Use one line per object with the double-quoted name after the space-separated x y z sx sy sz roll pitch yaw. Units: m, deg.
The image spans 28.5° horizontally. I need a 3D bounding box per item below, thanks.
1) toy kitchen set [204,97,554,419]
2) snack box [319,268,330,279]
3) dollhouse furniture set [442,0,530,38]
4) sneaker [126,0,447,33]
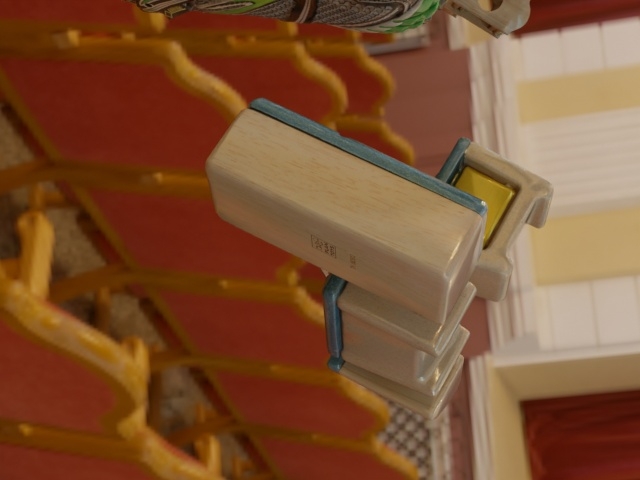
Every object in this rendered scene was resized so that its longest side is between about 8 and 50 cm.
0.044 -0.025 0.657 0.166 0.122 0.207 -58 164 -23 "toy kitchen set"
0.000 0.000 0.859 0.064 0.022 0.178 56 1 -41 "snack box"
0.254 -0.366 1.725 0.161 0.101 0.182 -58 -177 7 "dollhouse furniture set"
-0.054 -0.182 0.775 0.146 0.343 0.134 -22 110 -36 "sneaker"
